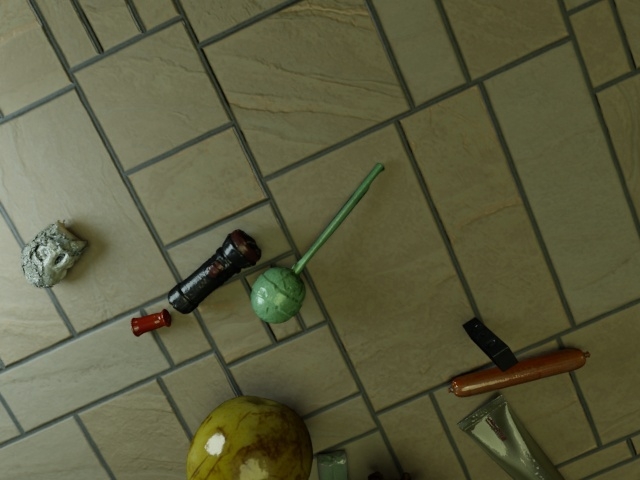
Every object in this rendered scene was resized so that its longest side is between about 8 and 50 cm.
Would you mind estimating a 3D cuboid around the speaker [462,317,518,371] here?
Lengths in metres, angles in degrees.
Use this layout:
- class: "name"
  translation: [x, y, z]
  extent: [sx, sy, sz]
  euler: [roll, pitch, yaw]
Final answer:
- class: "speaker"
  translation: [0.372, 0.227, 1.034]
  extent: [0.040, 0.191, 0.046]
  euler: [-34, 98, 3]

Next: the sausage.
- class: "sausage"
  translation: [0.476, 0.318, 1.121]
  extent: [0.348, 0.053, 0.053]
  euler: [-15, 99, 2]

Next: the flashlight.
- class: "flashlight"
  translation: [-0.243, 0.074, 1.050]
  extent: [0.232, 0.093, 0.093]
  euler: [-39, 98, 6]

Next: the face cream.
- class: "face cream"
  translation: [0.504, 0.545, 1.153]
  extent: [0.137, 0.084, 0.341]
  euler: [-41, 91, 15]

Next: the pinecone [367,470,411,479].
- class: "pinecone"
  translation: [0.176, 0.715, 1.056]
  extent: [0.385, 0.384, 0.384]
  euler: [0, 99, -1]

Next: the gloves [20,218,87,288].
- class: "gloves"
  translation: [-0.609, 0.033, 1.041]
  extent: [0.114, 0.070, 0.153]
  euler: [43, 98, -8]

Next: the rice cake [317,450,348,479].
- class: "rice cake"
  translation: [0.037, 0.636, 1.171]
  extent: [0.080, 0.042, 0.221]
  euler: [-5, 101, 4]

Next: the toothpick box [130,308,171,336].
- class: "toothpick box"
  translation: [-0.392, 0.191, 1.084]
  extent: [0.083, 0.047, 0.047]
  euler: [-17, 99, 1]

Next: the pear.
- class: "pear"
  translation: [-0.156, 0.483, 1.027]
  extent: [0.281, 0.280, 0.280]
  euler: [0, 99, -1]

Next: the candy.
- class: "candy"
  translation: [0.000, 0.000, 1.045]
  extent: [0.119, 0.119, 0.439]
  euler: [38, 90, -7]
